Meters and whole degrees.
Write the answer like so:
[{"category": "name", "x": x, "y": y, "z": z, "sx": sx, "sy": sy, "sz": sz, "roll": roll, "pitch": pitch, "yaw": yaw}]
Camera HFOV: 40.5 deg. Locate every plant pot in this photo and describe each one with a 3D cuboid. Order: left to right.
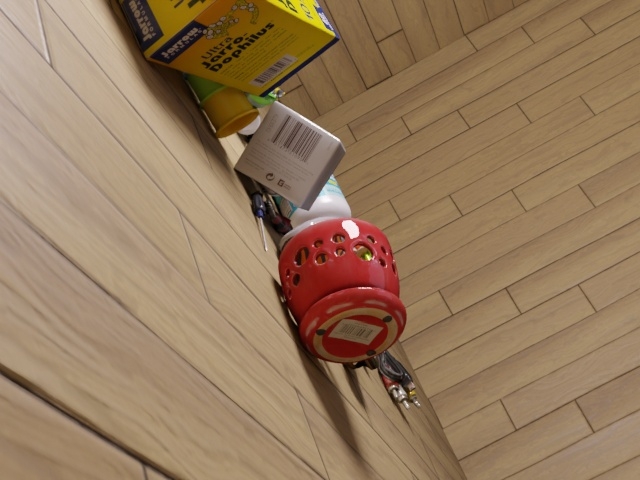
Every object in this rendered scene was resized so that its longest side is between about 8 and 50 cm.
[{"category": "plant pot", "x": 0.036, "y": 0.089, "z": 1.376, "sx": 0.191, "sy": 0.191, "sz": 0.174, "roll": 57, "pitch": 15, "yaw": -46}]

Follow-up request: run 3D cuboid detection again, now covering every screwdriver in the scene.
[{"category": "screwdriver", "x": -0.102, "y": -0.033, "z": 1.534, "sx": 0.024, "sy": 0.025, "sz": 0.170, "roll": 58, "pitch": 5, "yaw": -35}]

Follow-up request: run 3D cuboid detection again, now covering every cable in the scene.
[{"category": "cable", "x": 0.159, "y": 0.321, "z": 2.260, "sx": 0.139, "sy": 0.072, "sz": 0.287, "roll": 34, "pitch": 10, "yaw": -41}]

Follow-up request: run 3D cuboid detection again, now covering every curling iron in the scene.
[{"category": "curling iron", "x": -0.081, "y": -0.044, "z": 1.739, "sx": 0.068, "sy": 0.035, "sz": 0.274, "roll": 63, "pitch": 5, "yaw": 17}]

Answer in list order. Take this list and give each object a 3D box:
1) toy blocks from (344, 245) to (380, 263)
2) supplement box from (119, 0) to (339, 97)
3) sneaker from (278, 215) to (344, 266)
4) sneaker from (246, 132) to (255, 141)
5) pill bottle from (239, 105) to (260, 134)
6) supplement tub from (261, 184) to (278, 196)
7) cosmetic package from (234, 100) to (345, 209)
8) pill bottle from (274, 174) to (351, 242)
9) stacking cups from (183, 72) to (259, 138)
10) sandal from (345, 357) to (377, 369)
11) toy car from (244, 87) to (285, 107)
[{"category": "toy blocks", "x": 0.081, "y": 0.034, "z": 1.817, "sx": 0.123, "sy": 0.054, "sz": 0.148, "roll": 105, "pitch": -32, "yaw": -46}, {"category": "supplement box", "x": -0.155, "y": -0.398, "z": 1.457, "sx": 0.356, "sy": 0.195, "sz": 0.194, "roll": 2, "pitch": 58, "yaw": -63}, {"category": "sneaker", "x": 0.027, "y": 0.074, "z": 1.679, "sx": 0.180, "sy": 0.124, "sz": 0.321, "roll": 62, "pitch": 5, "yaw": 20}, {"category": "sneaker", "x": -0.104, "y": -0.239, "z": 2.161, "sx": 0.110, "sy": 0.118, "sz": 0.292, "roll": 64, "pitch": 6, "yaw": 8}, {"category": "pill bottle", "x": -0.170, "y": -0.284, "z": 2.002, "sx": 0.065, "sy": 0.065, "sz": 0.116, "roll": 60, "pitch": 5, "yaw": -15}, {"category": "supplement tub", "x": -0.108, "y": -0.150, "z": 1.863, "sx": 0.107, "sy": 0.071, "sz": 0.071, "roll": 55, "pitch": 8, "yaw": -51}, {"category": "cosmetic package", "x": -0.055, "y": -0.160, "z": 1.700, "sx": 0.151, "sy": 0.151, "sz": 0.183, "roll": 32, "pitch": 2, "yaw": 5}, {"category": "pill bottle", "x": -0.021, "y": -0.087, "z": 1.962, "sx": 0.264, "sy": 0.146, "sz": 0.146, "roll": 64, "pitch": 5, "yaw": 34}, {"category": "stacking cups", "x": -0.237, "y": -0.343, "z": 1.604, "sx": 0.316, "sy": 0.096, "sz": 0.096, "roll": 57, "pitch": 4, "yaw": 3}, {"category": "sandal", "x": 0.060, "y": 0.212, "z": 1.696, "sx": 0.219, "sy": 0.060, "sz": 0.090, "roll": -178, "pitch": -115, "yaw": -79}, {"category": "toy car", "x": -0.166, "y": -0.357, "z": 2.017, "sx": 0.239, "sy": 0.053, "sz": 0.225, "roll": 24, "pitch": 15, "yaw": -31}]
